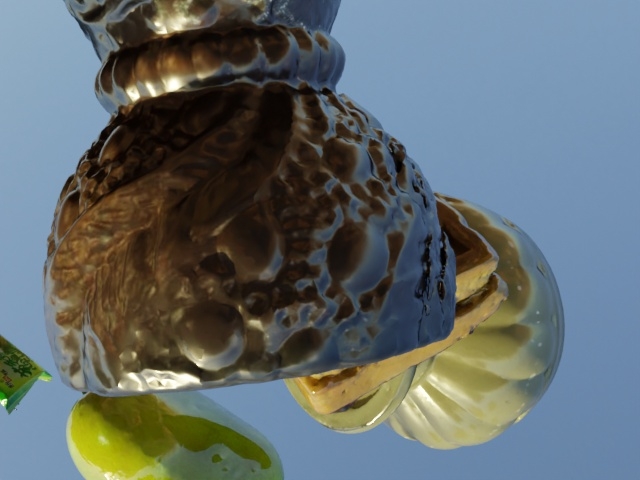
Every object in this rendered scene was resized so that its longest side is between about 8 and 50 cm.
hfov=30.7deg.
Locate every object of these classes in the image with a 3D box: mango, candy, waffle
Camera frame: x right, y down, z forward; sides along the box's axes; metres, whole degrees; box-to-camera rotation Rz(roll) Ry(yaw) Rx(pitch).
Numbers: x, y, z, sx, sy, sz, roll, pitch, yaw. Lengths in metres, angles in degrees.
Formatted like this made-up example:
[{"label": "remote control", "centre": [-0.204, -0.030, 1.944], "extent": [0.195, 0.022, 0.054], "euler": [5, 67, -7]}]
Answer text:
[{"label": "mango", "centre": [-0.181, 0.247, 1.401], "extent": [0.185, 0.273, 0.149], "euler": [34, -82, 49]}, {"label": "candy", "centre": [-0.490, 0.174, 1.718], "extent": [0.178, 0.032, 0.102], "euler": [36, -140, 12]}, {"label": "waffle", "centre": [0.000, 0.000, 1.122], "extent": [0.224, 0.098, 0.327], "euler": [-27, -134, -17]}]

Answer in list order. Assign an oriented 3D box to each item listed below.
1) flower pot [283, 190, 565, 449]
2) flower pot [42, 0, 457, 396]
[{"label": "flower pot", "centre": [0.099, 0.094, 1.342], "extent": [0.307, 0.244, 0.307], "euler": [2, -87, 44]}, {"label": "flower pot", "centre": [-0.058, -0.052, 0.758], "extent": [0.267, 0.267, 0.266], "euler": [-9, -179, 0]}]
